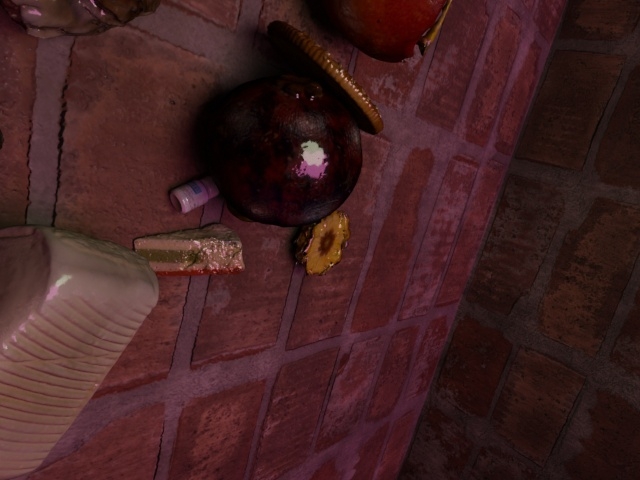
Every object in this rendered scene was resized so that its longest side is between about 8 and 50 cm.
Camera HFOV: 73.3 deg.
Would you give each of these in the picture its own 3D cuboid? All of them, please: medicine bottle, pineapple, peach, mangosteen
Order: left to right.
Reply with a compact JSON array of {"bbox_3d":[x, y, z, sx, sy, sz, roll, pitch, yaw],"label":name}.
[{"bbox_3d":[-0.254,-0.094,0.871,0.089,0.052,0.052,-34,133,-34],"label":"medicine bottle"},{"bbox_3d":[-0.074,-0.147,0.864,0.306,0.306,0.359,-27,144,-38],"label":"mangosteen"},{"bbox_3d":[0.000,0.000,1.198,0.225,0.076,0.225,-30,133,-38],"label":"pineapple"},{"bbox_3d":[0.153,-0.589,0.865,0.335,0.310,0.406,-67,-177,-73],"label":"peach"}]

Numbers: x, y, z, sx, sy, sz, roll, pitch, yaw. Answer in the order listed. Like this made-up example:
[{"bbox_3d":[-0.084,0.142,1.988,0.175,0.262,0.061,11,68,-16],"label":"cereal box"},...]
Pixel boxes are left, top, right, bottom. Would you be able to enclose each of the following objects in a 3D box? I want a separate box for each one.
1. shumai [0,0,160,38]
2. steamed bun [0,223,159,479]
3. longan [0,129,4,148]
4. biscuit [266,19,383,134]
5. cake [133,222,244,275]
[{"bbox_3d":[-0.345,-0.371,0.572,0.185,0.218,0.184,-13,116,4],"label":"shumai"},{"bbox_3d":[-0.450,0.142,0.638,0.383,0.236,0.247,-55,152,-2],"label":"steamed bun"},{"bbox_3d":[-0.475,-0.138,0.505,0.189,0.189,0.189,-26,128,-39],"label":"longan"},{"bbox_3d":[0.015,-0.324,0.865,0.038,0.305,0.305,-48,142,6],"label":"biscuit"},{"bbox_3d":[-0.275,0.016,0.919,0.220,0.117,0.086,0,111,-14],"label":"cake"}]
